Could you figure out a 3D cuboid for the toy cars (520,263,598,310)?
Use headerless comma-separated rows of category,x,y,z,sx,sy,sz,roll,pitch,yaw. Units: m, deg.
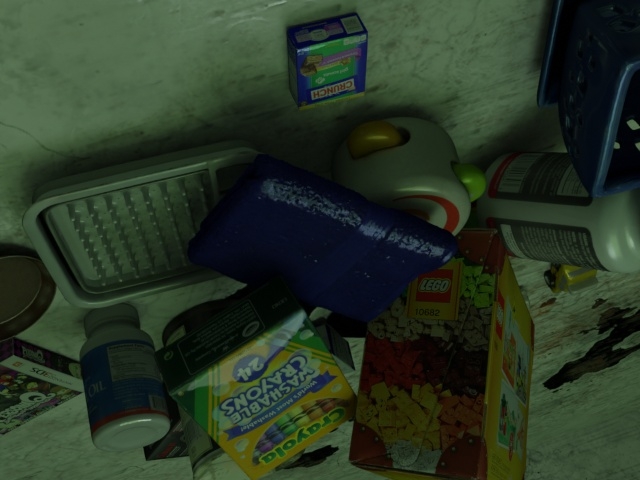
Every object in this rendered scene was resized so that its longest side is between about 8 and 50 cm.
toy cars,0.499,0.133,1.713,0.176,0.087,0.393,7,140,-36

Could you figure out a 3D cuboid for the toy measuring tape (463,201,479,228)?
toy measuring tape,0.232,-0.017,1.321,0.330,0.121,0.121,6,141,-21

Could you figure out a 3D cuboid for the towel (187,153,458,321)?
towel,0.000,0.000,1.031,0.308,0.076,0.227,21,137,-26

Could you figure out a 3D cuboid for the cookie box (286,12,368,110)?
cookie box,0.009,-0.218,0.940,0.092,0.040,0.107,-16,149,-9

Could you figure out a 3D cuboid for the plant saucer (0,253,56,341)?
plant saucer,-0.468,0.080,1.100,0.168,0.029,0.168,-29,145,-22

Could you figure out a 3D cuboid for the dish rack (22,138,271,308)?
dish rack,-0.222,-0.028,1.073,0.333,0.072,0.285,-15,149,-9

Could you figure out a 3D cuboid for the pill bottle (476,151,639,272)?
pill bottle,0.411,-0.045,1.154,0.176,0.176,0.319,9,-179,-39

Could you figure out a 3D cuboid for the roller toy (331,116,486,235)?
roller toy,0.111,-0.080,1.111,0.209,0.146,0.191,9,143,-24

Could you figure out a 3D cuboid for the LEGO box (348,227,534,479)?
LEGO box,0.238,0.240,1.322,0.193,0.372,0.500,1,158,22

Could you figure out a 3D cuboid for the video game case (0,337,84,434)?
video game case,-0.560,0.267,1.362,0.232,0.041,0.210,-28,146,13

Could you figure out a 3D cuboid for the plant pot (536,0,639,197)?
plant pot,0.419,-0.226,0.983,0.236,0.212,0.236,-17,142,-7

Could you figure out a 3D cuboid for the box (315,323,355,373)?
box,-0.013,0.242,1.591,0.126,0.072,0.137,-20,150,15

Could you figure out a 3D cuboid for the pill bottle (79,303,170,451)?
pill bottle,-0.327,0.220,1.251,0.124,0.221,0.124,-15,148,-10

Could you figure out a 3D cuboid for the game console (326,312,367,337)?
game console,0.205,0.137,1.599,0.361,0.044,0.213,6,141,-35

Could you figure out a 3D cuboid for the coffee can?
coffee can,-0.160,0.275,1.377,0.202,0.275,0.201,-15,149,-9

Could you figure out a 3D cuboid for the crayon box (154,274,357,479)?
crayon box,-0.069,0.220,1.102,0.203,0.083,0.323,-32,135,-4

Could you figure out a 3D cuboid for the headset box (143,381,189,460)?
headset box,-0.242,0.372,1.638,0.293,0.110,0.218,4,141,-34
